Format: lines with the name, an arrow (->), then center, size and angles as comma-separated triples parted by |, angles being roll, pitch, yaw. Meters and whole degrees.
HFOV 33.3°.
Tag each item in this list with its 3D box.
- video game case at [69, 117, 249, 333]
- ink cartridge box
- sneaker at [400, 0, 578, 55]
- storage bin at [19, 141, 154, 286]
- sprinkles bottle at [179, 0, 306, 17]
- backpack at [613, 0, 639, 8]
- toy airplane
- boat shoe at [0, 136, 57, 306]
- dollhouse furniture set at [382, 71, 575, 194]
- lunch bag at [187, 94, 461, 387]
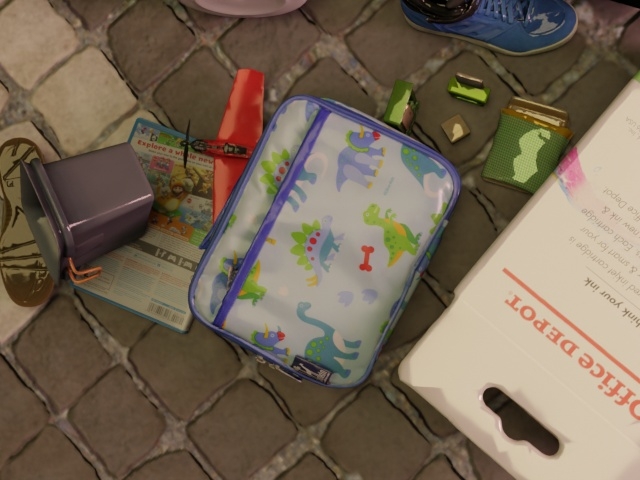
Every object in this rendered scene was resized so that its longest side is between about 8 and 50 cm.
video game case -> -0.143, -0.015, 0.966 | 0.119, 0.015, 0.166 | 21, 88, 13
ink cartridge box -> 0.246, 0.031, 0.835 | 0.207, 0.119, 0.353 | 41, 92, 11
sneaker -> 0.140, -0.198, 0.897 | 0.152, 0.084, 0.058 | 14, 87, 11
storage bin -> -0.192, -0.022, 0.899 | 0.091, 0.135, 0.098 | -22, 79, -19
sprinkles bottle -> -0.065, -0.382, 0.936 | 0.121, 0.121, 0.355 | 0, 84, 11
backpack -> 0.258, -0.313, 0.831 | 0.225, 0.191, 0.254 | 17, 95, 4
toy airplane -> -0.049, -0.072, 0.935 | 0.151, 0.028, 0.151 | 0, 90, 1
boat shoe -> -0.267, -0.016, 0.980 | 0.056, 0.048, 0.153 | -8, 89, -6
dollhouse furniture set -> 0.134, -0.095, 0.901 | 0.151, 0.058, 0.076 | 19, 88, 12
lunch bag -> 0.000, 0.000, 0.884 | 0.176, 0.090, 0.219 | 29, 95, 3
